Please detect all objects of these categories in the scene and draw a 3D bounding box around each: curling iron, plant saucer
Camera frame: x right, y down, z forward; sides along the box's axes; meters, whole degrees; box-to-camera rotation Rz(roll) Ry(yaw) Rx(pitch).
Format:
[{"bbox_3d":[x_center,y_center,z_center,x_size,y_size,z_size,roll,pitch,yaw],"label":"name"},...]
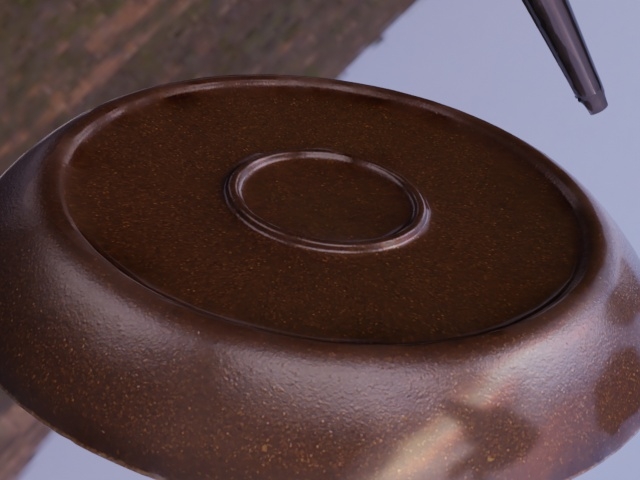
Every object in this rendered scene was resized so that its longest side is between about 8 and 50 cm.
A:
[{"bbox_3d":[0.117,-0.181,1.001,0.035,0.274,0.068,-9,-137,30],"label":"curling iron"},{"bbox_3d":[0.000,0.000,0.691,0.310,0.310,0.050,-67,168,-60],"label":"plant saucer"}]
